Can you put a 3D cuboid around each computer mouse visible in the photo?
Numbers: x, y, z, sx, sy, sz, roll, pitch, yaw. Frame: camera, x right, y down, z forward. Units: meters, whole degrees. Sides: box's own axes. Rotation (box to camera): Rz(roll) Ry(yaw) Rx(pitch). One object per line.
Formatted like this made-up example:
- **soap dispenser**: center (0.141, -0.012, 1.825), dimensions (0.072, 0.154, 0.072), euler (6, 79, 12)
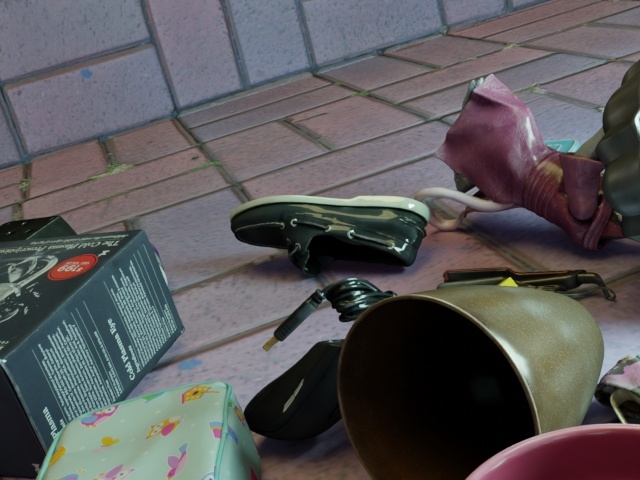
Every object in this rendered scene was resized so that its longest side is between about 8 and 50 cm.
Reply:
- **computer mouse**: center (-0.004, 0.138, 0.874), dimensions (0.262, 0.184, 0.060), euler (-41, 55, 22)

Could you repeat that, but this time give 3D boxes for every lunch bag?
- **lunch bag**: center (-0.176, 0.254, 0.830), dimensions (0.224, 0.108, 0.279), euler (-19, 19, 4)

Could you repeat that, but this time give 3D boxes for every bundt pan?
- **bundt pan**: center (0.467, -0.092, 1.027), dimensions (0.331, 0.331, 0.124), euler (-25, -1, -25)

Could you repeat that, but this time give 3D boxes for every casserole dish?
- **casserole dish**: center (0.405, -0.140, 1.535), dimensions (0.114, 0.037, 0.188), euler (0, 26, 35)

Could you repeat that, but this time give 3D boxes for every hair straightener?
- **hair straightener**: center (0.258, 0.072, 1.103), dimensions (0.230, 0.047, 0.089), euler (1, 26, 26)

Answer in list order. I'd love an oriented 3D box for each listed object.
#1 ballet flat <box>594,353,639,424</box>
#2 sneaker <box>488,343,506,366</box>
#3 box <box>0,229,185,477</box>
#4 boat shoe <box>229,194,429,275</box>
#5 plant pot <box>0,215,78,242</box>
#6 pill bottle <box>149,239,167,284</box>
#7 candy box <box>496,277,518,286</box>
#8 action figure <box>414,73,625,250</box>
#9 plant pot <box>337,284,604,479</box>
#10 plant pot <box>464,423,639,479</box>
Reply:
- **ballet flat**: center (0.326, 0.168, 0.777), dimensions (0.079, 0.077, 0.221), euler (-40, 18, -5)
- **sneaker**: center (0.183, 0.124, 0.963), dimensions (0.162, 0.073, 0.063), euler (-23, 23, -22)
- **box**: center (-0.421, 0.142, 1.158), dimensions (0.343, 0.179, 0.312), euler (-5, 28, 25)
- **boat shoe**: center (0.002, 0.002, 1.355), dimensions (0.340, 0.127, 0.113), euler (1, 68, 19)
- **plant pot**: center (-0.497, 0.062, 1.453), dimensions (0.187, 0.167, 0.188), euler (-6, 24, 24)
- **pill bottle**: center (-0.308, 0.064, 1.401), dimensions (0.108, 0.108, 0.193), euler (-19, 22, -10)
- **candy box**: center (0.142, 0.116, 1.006), dimensions (0.206, 0.027, 0.105), euler (-31, -7, -36)
- **action figure**: center (0.323, -0.080, 1.228), dimensions (0.276, 0.248, 0.370), euler (-49, 52, 1)
- **plant pot**: center (0.171, 0.130, 0.822), dimensions (0.215, 0.215, 0.230), euler (6, 15, 43)
- **plant pot**: center (0.186, 0.241, 0.519), dimensions (0.201, 0.180, 0.201), euler (-14, 21, 5)
